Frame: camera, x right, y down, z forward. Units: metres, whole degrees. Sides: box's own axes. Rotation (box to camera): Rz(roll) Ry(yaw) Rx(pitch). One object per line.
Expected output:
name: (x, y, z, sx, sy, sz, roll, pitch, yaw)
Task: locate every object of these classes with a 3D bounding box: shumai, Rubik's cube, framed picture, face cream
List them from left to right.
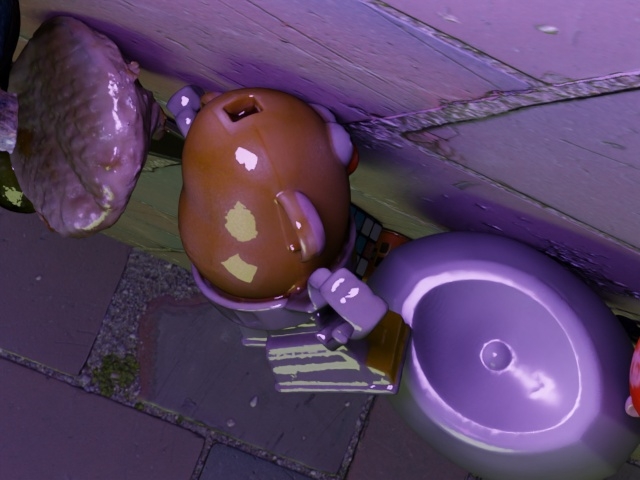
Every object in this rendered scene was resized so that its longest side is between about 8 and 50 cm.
shumai: (-0.198, -0.103, 1.430, 0.120, 0.201, 0.201, -9, -164, -42)
framed picture: (-0.212, -0.132, 1.783, 0.197, 0.014, 0.252, 16, 171, 40)
Rubik's cube: (0.000, 0.000, 1.827, 0.092, 0.092, 0.092, 17, 171, 34)
face cream: (0.186, 0.121, 1.611, 0.312, 0.219, 0.357, 37, -179, 11)

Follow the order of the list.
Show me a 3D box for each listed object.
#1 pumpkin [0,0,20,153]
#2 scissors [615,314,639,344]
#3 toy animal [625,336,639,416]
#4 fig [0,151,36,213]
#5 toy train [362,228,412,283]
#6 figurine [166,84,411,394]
pumpkin: (-0.339, -0.172, 1.150, 0.263, 0.196, 0.293, 11, 169, -15)
scissors: (0.407, 0.128, 1.734, 0.109, 0.022, 0.300, 30, 176, -27)
toy animal: (0.374, 0.125, 1.400, 0.198, 0.171, 0.171, 21, 173, 21)
fig: (-0.408, -0.106, 2.306, 0.156, 0.123, 0.123, -16, -176, -16)
toy train: (0.091, 0.039, 1.938, 0.099, 0.072, 0.188, 17, 172, 37)
figurine: (-0.034, -0.009, 1.365, 0.343, 0.167, 0.285, 22, 149, 38)
